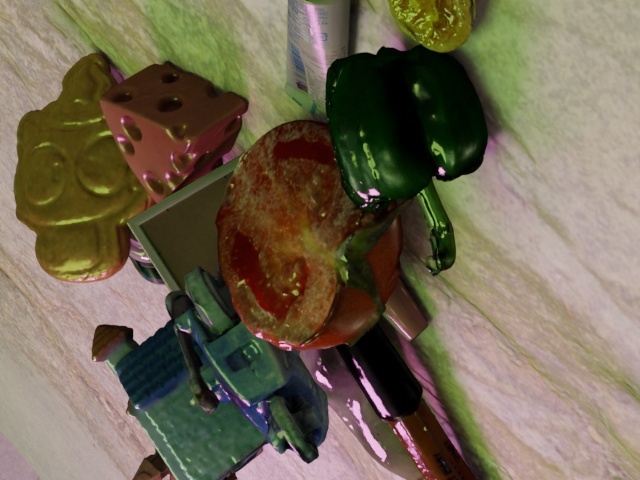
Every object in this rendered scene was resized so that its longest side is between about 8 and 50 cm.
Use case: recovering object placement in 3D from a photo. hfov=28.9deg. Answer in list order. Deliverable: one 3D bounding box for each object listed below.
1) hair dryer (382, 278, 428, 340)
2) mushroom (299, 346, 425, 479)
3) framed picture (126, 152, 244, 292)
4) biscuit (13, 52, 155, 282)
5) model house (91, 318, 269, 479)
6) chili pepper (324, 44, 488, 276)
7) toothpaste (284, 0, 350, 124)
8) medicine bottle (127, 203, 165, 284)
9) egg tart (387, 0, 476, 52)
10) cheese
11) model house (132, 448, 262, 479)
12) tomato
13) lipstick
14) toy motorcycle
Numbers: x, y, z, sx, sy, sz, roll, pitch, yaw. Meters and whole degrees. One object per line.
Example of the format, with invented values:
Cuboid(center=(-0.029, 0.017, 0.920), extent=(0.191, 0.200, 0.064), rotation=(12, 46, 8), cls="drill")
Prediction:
Cuboid(center=(0.084, 0.093, 1.754), extent=(0.106, 0.054, 0.154), rotation=(54, 159, -7), cls="hair dryer")
Cuboid(center=(0.070, 0.235, 1.847), extent=(0.109, 0.097, 0.351), rotation=(-25, 106, 27), cls="mushroom")
Cuboid(center=(-0.128, 0.032, 1.841), extent=(0.274, 0.217, 0.017), rotation=(61, -175, -13), cls="framed picture")
Cuboid(center=(-0.367, -0.118, 1.945), extent=(0.269, 0.051, 0.376), rotation=(-8, 74, 21), cls="biscuit")
Cuboid(center=(-0.203, 0.222, 2.030), extent=(0.329, 0.252, 0.295), rotation=(46, -175, 6), cls="model house")
Cuboid(center=(0.096, -0.092, 1.418), extent=(0.165, 0.174, 0.261), rotation=(8, 118, 60), cls="chili pepper")
Cuboid(center=(-0.003, -0.249, 1.516), extent=(0.114, 0.073, 0.299), rotation=(40, 154, 22), cls="toothpaste")
Cuboid(center=(-0.266, -0.002, 2.015), extent=(0.107, 0.107, 0.191), rotation=(45, 169, 15), cls="medicine bottle")
Cuboid(center=(0.122, -0.267, 1.333), extent=(0.130, 0.052, 0.130), rotation=(35, 146, 29), cls="egg tart")
Cuboid(center=(-0.202, -0.142, 1.836), extent=(0.203, 0.128, 0.177), rotation=(26, 141, 33), cls="cheese")
Cuboid(center=(-0.249, 0.405, 2.303), extent=(0.176, 0.248, 0.181), rotation=(38, 147, 24), cls="model house")
Cuboid(center=(0.006, 0.002, 1.636), extent=(0.309, 0.170, 0.309), rotation=(-18, 63, 42), cls="tomato")
Cuboid(center=(0.141, 0.272, 1.779), extent=(0.077, 0.077, 0.418), rotation=(-6, 122, 55), cls="lipstick")
Cuboid(center=(-0.071, 0.163, 1.733), extent=(0.182, 0.241, 0.319), rotation=(-39, 76, 27), cls="toy motorcycle")
